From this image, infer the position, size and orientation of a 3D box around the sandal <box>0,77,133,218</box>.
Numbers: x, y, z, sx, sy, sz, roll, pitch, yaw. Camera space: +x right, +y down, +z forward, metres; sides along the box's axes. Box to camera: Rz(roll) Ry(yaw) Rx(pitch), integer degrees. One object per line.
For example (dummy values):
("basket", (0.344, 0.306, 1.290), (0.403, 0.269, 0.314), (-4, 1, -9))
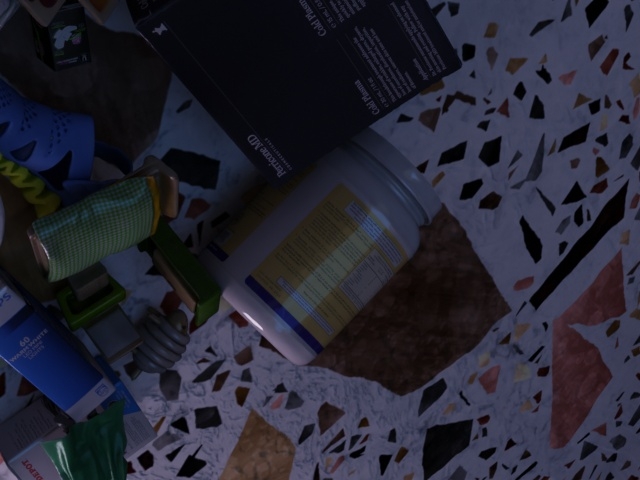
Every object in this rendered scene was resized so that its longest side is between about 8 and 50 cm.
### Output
("sandal", (-0.345, -0.127, 1.303), (0.138, 0.126, 0.317), (-27, 144, 4))

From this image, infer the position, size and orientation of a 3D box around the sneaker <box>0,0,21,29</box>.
("sneaker", (-0.358, -0.301, 1.180), (0.305, 0.152, 0.114), (-47, 127, -5))

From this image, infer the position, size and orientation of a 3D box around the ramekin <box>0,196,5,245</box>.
("ramekin", (-0.520, -0.043, 1.209), (0.273, 0.127, 0.272), (-15, 129, -19))

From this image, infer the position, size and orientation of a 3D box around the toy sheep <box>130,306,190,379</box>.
("toy sheep", (-0.253, 0.160, 1.601), (0.132, 0.091, 0.091), (-50, 135, 6))

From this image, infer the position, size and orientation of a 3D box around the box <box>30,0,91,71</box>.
("box", (-0.326, -0.263, 1.292), (0.052, 0.062, 0.083), (-20, 127, -29))

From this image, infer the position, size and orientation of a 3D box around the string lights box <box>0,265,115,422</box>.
("string lights box", (-0.403, 0.128, 1.426), (0.077, 0.133, 0.259), (-42, 134, -8))

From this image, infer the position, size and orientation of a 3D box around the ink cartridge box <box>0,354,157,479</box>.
("ink cartridge box", (-0.376, 0.298, 1.587), (0.203, 0.086, 0.148), (-35, 133, -15))

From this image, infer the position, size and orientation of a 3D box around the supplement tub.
("supplement tub", (0.000, 0.000, 1.586), (0.331, 0.241, 0.241), (-46, 135, -5))

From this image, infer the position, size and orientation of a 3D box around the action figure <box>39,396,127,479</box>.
("action figure", (-0.338, 0.349, 1.542), (0.137, 0.063, 0.232), (-23, 125, -28))

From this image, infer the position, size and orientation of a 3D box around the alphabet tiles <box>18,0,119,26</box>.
("alphabet tiles", (-0.278, -0.426, 1.168), (0.285, 0.011, 0.342), (50, 58, -43))

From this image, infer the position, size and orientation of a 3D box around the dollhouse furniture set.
("dollhouse furniture set", (-0.252, 0.045, 1.383), (0.198, 0.151, 0.301), (-34, 166, -19))

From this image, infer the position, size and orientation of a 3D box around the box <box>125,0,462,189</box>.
("box", (-0.039, -0.297, 1.358), (0.313, 0.179, 0.343), (-33, 135, 7))
